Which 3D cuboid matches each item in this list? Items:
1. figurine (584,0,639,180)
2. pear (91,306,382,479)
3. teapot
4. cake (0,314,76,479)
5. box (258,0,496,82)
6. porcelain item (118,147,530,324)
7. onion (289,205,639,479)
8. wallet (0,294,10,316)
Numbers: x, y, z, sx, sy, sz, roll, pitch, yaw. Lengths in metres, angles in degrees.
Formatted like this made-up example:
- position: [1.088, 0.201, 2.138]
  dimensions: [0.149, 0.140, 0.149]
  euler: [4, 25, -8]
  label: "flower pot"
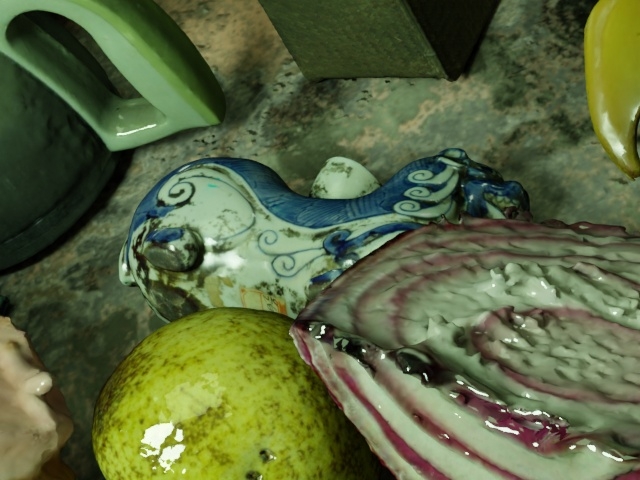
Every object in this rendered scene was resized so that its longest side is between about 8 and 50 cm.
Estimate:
- position: [0.393, -0.184, 1.161]
  dimensions: [0.401, 0.268, 0.387]
  euler: [-18, 59, 29]
  label: "figurine"
- position: [-0.048, 0.137, 1.176]
  dimensions: [0.197, 0.197, 0.197]
  euler: [-15, 47, 17]
  label: "pear"
- position: [-0.281, -0.113, 1.483]
  dimensions: [0.322, 0.239, 0.239]
  euler: [17, 64, 36]
  label: "teapot"
- position: [-0.348, 0.154, 1.187]
  dimensions: [0.314, 0.307, 0.293]
  euler: [42, 120, 48]
  label: "cake"
- position: [0.027, -0.273, 1.429]
  dimensions: [0.143, 0.273, 0.184]
  euler: [4, 54, 35]
  label: "box"
- position: [0.000, 0.000, 1.311]
  dimensions: [0.288, 0.138, 0.186]
  euler: [8, 48, 32]
  label: "porcelain item"
- position: [0.165, 0.090, 1.114]
  dimensions: [0.314, 0.146, 0.280]
  euler: [15, 27, 31]
  label: "onion"
- position: [-0.323, 0.074, 1.495]
  dimensions: [0.129, 0.026, 0.088]
  euler: [1, 54, 29]
  label: "wallet"
